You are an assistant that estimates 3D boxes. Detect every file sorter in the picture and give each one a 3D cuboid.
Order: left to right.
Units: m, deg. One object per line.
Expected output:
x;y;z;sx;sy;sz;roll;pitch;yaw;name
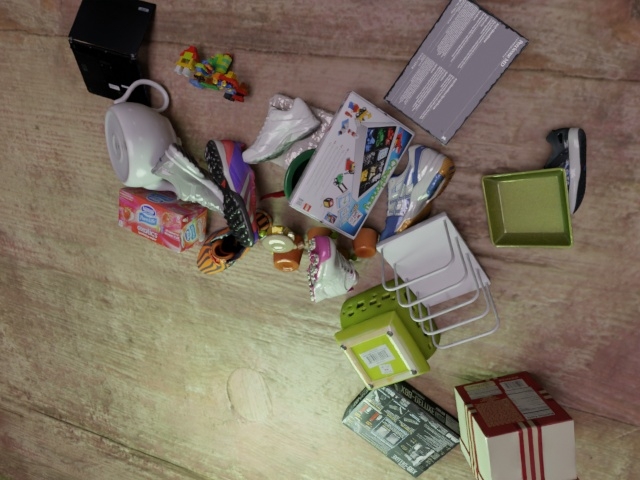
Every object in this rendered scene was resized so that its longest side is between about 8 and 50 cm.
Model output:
0.295;0.110;1.043;0.192;0.173;0.278;-27;123;25;file sorter

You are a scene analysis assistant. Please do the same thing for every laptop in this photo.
-0.592;-0.556;1.235;0.234;0.137;0.264;19;141;12;laptop

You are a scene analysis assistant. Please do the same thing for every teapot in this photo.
-0.498;-0.285;1.219;0.253;0.187;0.256;55;140;22;teapot

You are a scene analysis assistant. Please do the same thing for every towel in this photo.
-0.026;-0.267;1.131;0.282;0.049;0.187;22;116;10;towel

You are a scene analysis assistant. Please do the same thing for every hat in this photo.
-0.048;-0.174;1.139;0.208;0.183;0.173;-8;112;-19;hat

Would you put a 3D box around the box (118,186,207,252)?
-0.492;-0.076;1.308;0.256;0.122;0.128;22;115;19;box

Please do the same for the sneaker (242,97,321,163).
-0.116;-0.286;1.091;0.232;0.090;0.115;-28;91;17;sneaker

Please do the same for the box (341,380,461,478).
0.258;0.588;1.348;0.307;0.076;0.243;35;117;4;box

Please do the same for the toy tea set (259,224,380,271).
0.000;0.000;1.194;0.335;0.124;0.200;4;147;-1;toy tea set

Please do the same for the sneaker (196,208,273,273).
-0.298;0.023;1.263;0.321;0.180;0.125;-38;95;27;sneaker

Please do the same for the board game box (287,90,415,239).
0.074;-0.179;1.036;0.192;0.053;0.305;28;97;-18;board game box

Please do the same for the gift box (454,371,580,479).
0.522;0.532;1.139;0.254;0.276;0.258;-10;103;5;gift box

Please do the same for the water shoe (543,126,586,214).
0.562;-0.159;0.970;0.080;0.072;0.203;12;119;45;water shoe

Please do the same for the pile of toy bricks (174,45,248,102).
-0.275;-0.458;1.127;0.212;0.118;0.105;25;89;26;pile of toy bricks

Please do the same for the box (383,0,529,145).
0.297;-0.378;0.946;0.184;0.103;0.261;39;117;5;box

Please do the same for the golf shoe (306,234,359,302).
0.035;0.069;1.098;0.140;0.115;0.306;-5;155;-4;golf shoe

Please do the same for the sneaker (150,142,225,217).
-0.359;-0.150;1.210;0.115;0.105;0.281;-38;126;6;sneaker

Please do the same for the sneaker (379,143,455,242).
0.222;-0.108;1.092;0.131;0.111;0.297;42;121;24;sneaker

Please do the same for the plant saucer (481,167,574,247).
0.494;-0.078;0.997;0.188;0.045;0.189;1;112;46;plant saucer

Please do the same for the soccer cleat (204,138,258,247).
-0.216;-0.137;1.154;0.108;0.116;0.318;-37;71;51;soccer cleat

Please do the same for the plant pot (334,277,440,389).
0.182;0.271;1.179;0.228;0.207;0.227;-28;100;27;plant pot
